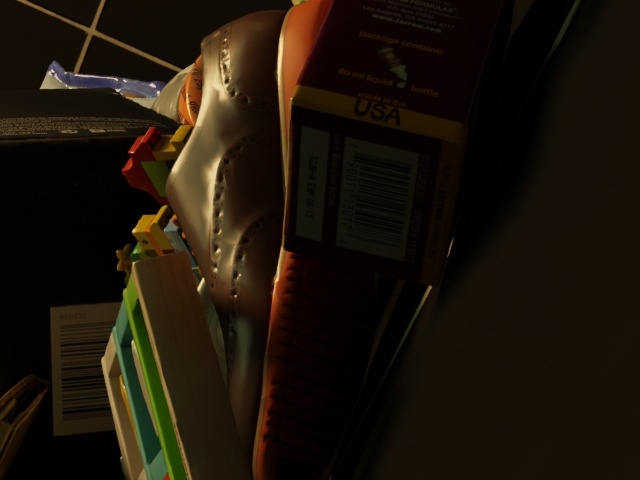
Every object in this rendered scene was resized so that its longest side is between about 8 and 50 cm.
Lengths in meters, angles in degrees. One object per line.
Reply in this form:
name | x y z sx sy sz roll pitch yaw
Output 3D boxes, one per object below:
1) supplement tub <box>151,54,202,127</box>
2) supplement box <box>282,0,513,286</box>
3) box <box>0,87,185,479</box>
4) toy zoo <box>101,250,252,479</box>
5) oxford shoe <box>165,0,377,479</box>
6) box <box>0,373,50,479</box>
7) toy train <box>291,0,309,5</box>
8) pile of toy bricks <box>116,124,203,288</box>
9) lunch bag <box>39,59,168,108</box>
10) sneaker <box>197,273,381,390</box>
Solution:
supplement tub | -0.078 -0.038 1.348 0.316 0.193 0.194 120 172 -57
supplement box | 0.045 -0.086 0.736 0.104 0.080 0.188 95 -169 -50
box | -0.209 0.065 1.187 0.312 0.178 0.343 -151 60 -68
toy zoo | -0.080 0.135 0.842 0.293 0.030 0.192 125 131 -70
oxford shoe | -0.030 0.005 0.811 0.097 0.098 0.271 35 -125 -57
box | -0.230 0.188 0.949 0.164 0.021 0.201 -131 67 -85
toy train | 0.040 -0.171 0.964 0.166 0.046 0.125 -25 -12 -26
pile of toy bricks | -0.086 0.034 0.994 0.212 0.105 0.118 63 -140 -37
lunch bag | -0.207 0.040 1.666 0.385 0.239 0.328 41 -108 -49
sneaker | 0.000 0.000 0.935 0.147 0.104 0.296 15 -86 -82
